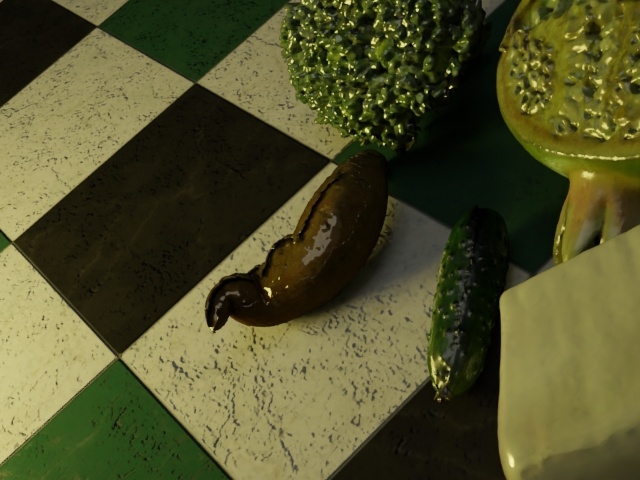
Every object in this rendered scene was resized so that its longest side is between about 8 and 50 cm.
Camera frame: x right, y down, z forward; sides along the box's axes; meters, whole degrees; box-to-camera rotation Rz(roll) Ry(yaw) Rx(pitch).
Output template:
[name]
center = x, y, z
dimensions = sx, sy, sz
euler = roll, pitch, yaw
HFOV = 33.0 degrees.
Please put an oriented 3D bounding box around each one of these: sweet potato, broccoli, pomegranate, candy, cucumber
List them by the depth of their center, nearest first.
[candy]
center = 0.308, 0.078, 0.827
dimensions = 0.358, 0.145, 0.208
euler = -29, 38, 28
[pomegranate]
center = 0.328, -0.119, 1.023
dimensions = 0.309, 0.216, 0.359
euler = 11, 87, 50
[cucumber]
center = 0.143, 0.061, 1.062
dimensions = 0.069, 0.069, 0.227
euler = -4, 52, 29
[sweet potato]
center = 0.001, 0.002, 1.186
dimensions = 0.124, 0.098, 0.310
euler = 15, 56, 49
[broccoli]
center = 0.093, -0.241, 1.273
dimensions = 0.288, 0.248, 0.245
euler = 22, 42, 35
